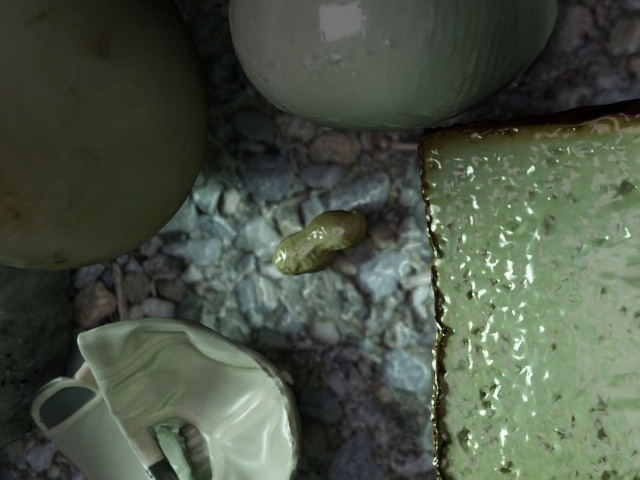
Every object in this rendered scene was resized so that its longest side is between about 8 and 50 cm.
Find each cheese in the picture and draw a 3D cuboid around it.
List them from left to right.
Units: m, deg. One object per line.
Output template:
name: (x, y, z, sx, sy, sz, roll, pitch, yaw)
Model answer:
cheese: (0.032, -0.148, 1.042, 0.198, 0.189, 0.154, 16, 104, 30)

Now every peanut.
peanut: (0.000, 0.000, 1.174, 0.083, 0.037, 0.037, -33, 79, 34)

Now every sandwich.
sandwich: (0.196, 0.060, 1.022, 0.271, 0.099, 0.301, -2, 92, 29)

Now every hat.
hat: (-0.110, 0.171, 1.247, 0.219, 0.164, 0.226, 61, 160, 11)

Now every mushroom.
mushroom: (-0.260, -0.106, 1.130, 0.362, 0.362, 0.294, 42, 108, 21)

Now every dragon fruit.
dragon fruit: (-0.356, 0.035, 1.300, 0.283, 0.221, 0.204, 41, 119, 22)
